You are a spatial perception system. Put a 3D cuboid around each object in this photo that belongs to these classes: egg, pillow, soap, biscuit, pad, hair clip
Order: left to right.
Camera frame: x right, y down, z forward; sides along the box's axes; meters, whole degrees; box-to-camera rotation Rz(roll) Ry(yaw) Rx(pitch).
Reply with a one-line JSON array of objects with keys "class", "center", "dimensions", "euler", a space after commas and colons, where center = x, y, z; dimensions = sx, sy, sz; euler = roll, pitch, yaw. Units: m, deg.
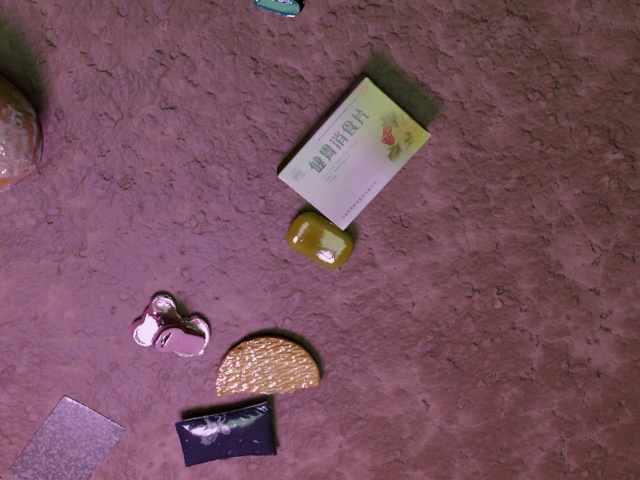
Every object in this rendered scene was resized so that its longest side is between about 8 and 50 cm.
[{"class": "egg", "center": [-0.607, -0.203, 1.622], "dimensions": [0.203, 0.203, 0.245], "euler": [-25, 113, 4]}, {"class": "pad", "center": [-0.552, 0.458, 1.968], "dimensions": [0.158, 0.003, 0.235], "euler": [34, 104, -16]}, {"class": "hair clip", "center": [-0.306, 0.185, 1.880], "dimensions": [0.138, 0.102, 0.123], "euler": [15, 113, -45]}, {"class": "pillow", "center": [-0.203, 0.423, 1.960], "dimensions": [0.208, 0.055, 0.141], "euler": [-8, 117, -2]}, {"class": "biscuit", "center": [-0.117, 0.266, 1.923], "dimensions": [0.224, 0.033, 0.144], "euler": [-8, 108, -3]}, {"class": "soap", "center": [0.000, 0.000, 1.831], "dimensions": [0.140, 0.045, 0.089], "euler": [30, 102, -13]}]

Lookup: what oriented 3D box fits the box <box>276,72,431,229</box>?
[{"class": "box", "center": [0.064, -0.172, 1.767], "dimensions": [0.175, 0.062, 0.260], "euler": [39, 103, -17]}]

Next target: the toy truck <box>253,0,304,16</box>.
[{"class": "toy truck", "center": [-0.078, -0.526, 1.604], "dimensions": [0.124, 0.114, 0.253], "euler": [-11, 110, 11]}]
